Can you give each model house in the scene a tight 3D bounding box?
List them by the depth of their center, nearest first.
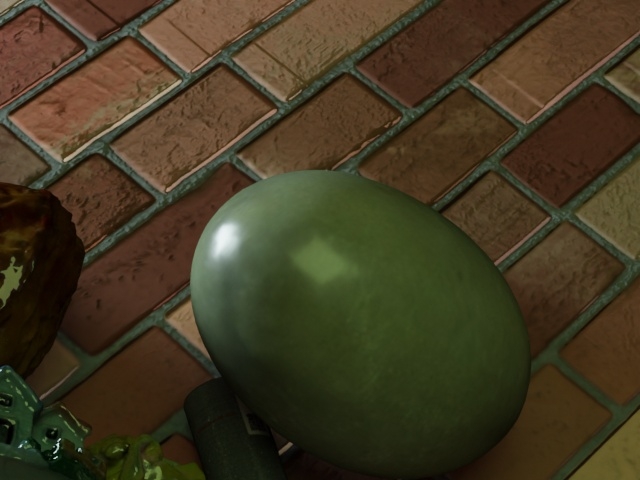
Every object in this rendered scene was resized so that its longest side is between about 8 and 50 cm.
[{"bbox_3d":[-0.258,0.168,1.658,0.148,0.119,0.148,14,45,-15],"label":"model house"}]

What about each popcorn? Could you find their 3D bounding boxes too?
[{"bbox_3d":[-0.170,0.240,1.736,0.145,0.126,0.125,32,80,-4],"label":"popcorn"}]

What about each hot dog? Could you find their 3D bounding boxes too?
[{"bbox_3d":[-0.415,0.035,1.820,0.387,0.174,0.267,9,50,13],"label":"hot dog"}]

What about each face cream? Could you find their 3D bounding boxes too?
[{"bbox_3d":[-0.055,0.257,1.762,0.073,0.073,0.283,-11,56,-15],"label":"face cream"}]

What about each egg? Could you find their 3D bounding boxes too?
[{"bbox_3d":[0.040,0.079,1.770,0.352,0.258,0.258,38,51,-20],"label":"egg"}]
